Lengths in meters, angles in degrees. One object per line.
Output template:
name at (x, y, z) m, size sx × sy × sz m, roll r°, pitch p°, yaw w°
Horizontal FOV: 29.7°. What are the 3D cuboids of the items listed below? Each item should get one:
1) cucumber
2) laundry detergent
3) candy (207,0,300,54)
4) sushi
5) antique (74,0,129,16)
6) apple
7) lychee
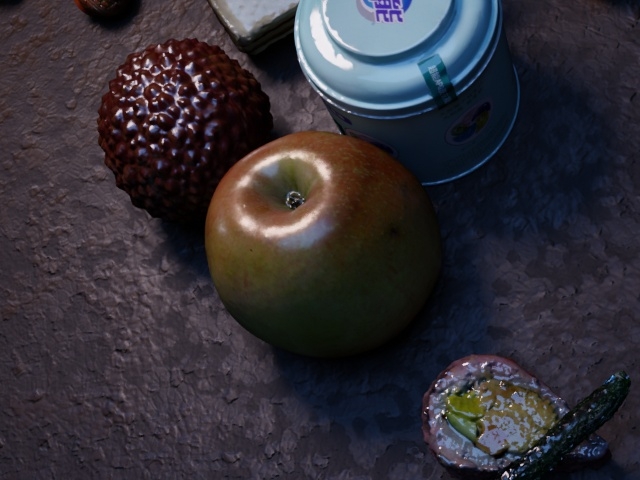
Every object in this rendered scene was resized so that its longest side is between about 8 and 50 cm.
cucumber at (0.294, 0.250, 1.489) m, size 0.257 × 0.043 × 0.044 m, roll -39°, pitch 79°, yaw -12°
laundry detergent at (0.124, -0.265, 1.701) m, size 0.287 × 0.305 × 0.287 m, roll -6°, pitch 68°, yaw 14°
candy at (-0.037, -0.441, 1.885) m, size 0.321 × 0.135 × 0.179 m, roll -30°, pitch 86°, yaw 4°
sushi at (0.252, 0.228, 1.581) m, size 0.241 × 0.107 × 0.161 m, roll -6°, pitch 69°, yaw 3°
antique at (-0.362, -0.423, 2.014) m, size 0.104 × 0.104 × 0.104 m, roll -5°, pitch 68°, yaw 14°
apple at (0.000, 0.000, 1.648) m, size 0.319 × 0.277 × 0.319 m, roll -6°, pitch 66°, yaw 14°
lychee at (-0.191, -0.151, 1.779) m, size 0.264 × 0.264 × 0.300 m, roll -41°, pitch 109°, yaw -3°
